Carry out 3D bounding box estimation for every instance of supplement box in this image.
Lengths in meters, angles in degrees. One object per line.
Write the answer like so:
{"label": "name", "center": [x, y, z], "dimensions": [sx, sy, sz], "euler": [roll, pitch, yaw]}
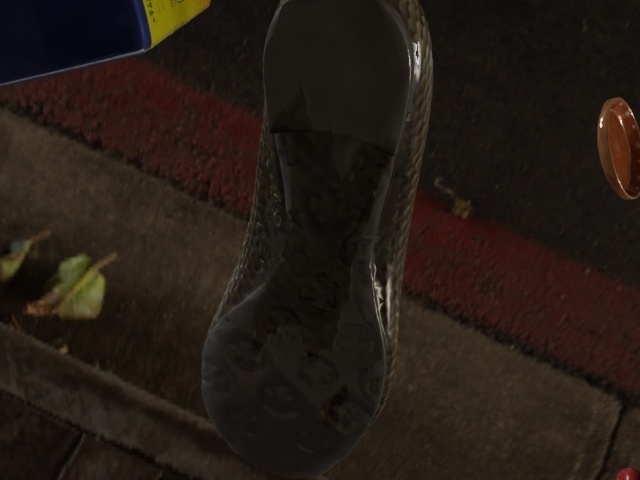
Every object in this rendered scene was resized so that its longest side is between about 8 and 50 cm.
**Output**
{"label": "supplement box", "center": [-0.227, -0.249, 0.937], "dimensions": [0.195, 0.356, 0.194], "euler": [-12, 106, 6]}

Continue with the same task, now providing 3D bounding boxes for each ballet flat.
{"label": "ballet flat", "center": [0.000, 0.000, 0.463], "dimensions": [0.084, 0.250, 0.058], "euler": [14, 37, 9]}

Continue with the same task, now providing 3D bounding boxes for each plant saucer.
{"label": "plant saucer", "center": [0.243, -0.074, 0.921], "dimensions": [0.013, 0.083, 0.084], "euler": [-9, 56, 33]}

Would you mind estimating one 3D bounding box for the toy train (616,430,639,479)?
{"label": "toy train", "center": [0.349, 0.215, 1.001], "dimensions": [0.105, 0.248, 0.143], "euler": [2, 45, -4]}
